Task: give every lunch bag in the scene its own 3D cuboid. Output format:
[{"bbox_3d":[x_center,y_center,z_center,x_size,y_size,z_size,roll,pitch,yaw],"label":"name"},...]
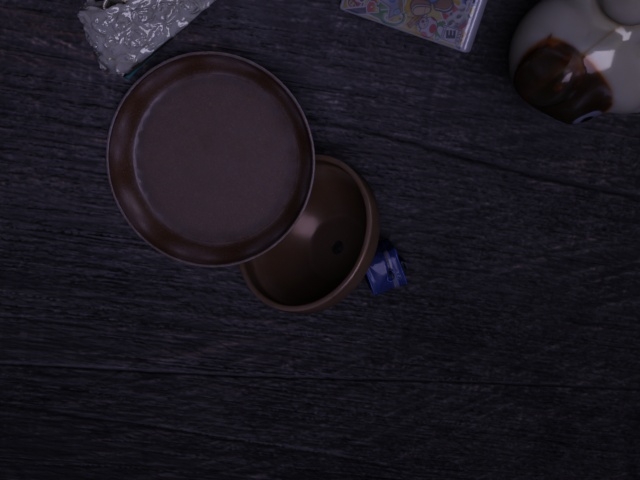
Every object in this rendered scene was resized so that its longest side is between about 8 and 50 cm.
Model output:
[{"bbox_3d":[0.098,0.039,1.633,0.065,0.098,0.067,-21,106,-2],"label":"lunch bag"}]

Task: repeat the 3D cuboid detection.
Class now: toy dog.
[{"bbox_3d":[0.391,-0.356,1.442,0.395,0.284,0.408,15,107,3],"label":"toy dog"}]

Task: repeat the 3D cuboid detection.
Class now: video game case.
[{"bbox_3d":[0.149,-0.400,1.474,0.206,0.026,0.227,24,108,22],"label":"video game case"}]

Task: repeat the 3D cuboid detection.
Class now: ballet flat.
[{"bbox_3d":[-0.159,-0.378,1.444,0.409,0.147,0.147,-35,108,6],"label":"ballet flat"}]

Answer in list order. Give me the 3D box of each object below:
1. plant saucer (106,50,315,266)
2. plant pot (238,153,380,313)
[{"bbox_3d":[-0.157,-0.118,1.547,0.310,0.050,0.311,2,100,9],"label":"plant saucer"},{"bbox_3d":[0.000,0.000,1.577,0.237,0.237,0.109,-50,144,11],"label":"plant pot"}]
